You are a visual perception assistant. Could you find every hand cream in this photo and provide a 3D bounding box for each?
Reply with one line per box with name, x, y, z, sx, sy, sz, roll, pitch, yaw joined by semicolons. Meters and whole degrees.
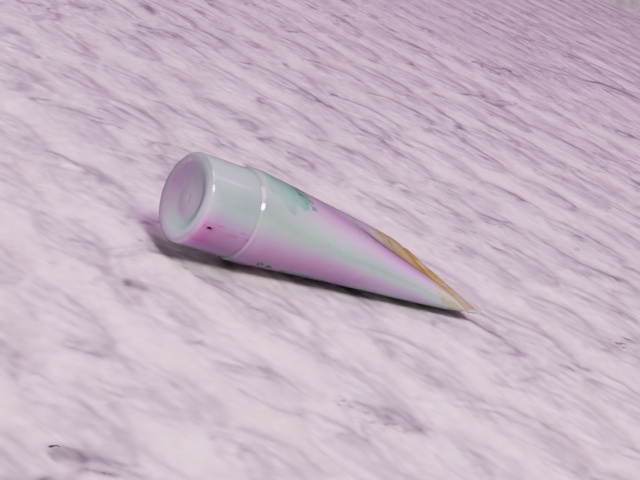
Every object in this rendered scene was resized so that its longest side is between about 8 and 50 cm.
hand cream;0.000;0.000;0.728;0.174;0.047;0.076;19;17;-36
